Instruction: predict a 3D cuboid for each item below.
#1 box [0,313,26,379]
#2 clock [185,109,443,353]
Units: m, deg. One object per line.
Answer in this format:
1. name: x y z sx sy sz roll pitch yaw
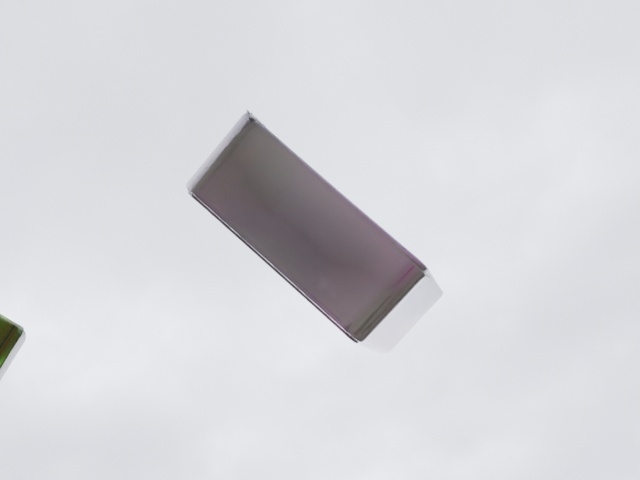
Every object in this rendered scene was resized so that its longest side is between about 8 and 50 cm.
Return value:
1. box: -0.424 0.072 1.429 0.311 0.173 0.043 29 -21 1
2. clock: 0.000 0.000 1.096 0.063 0.150 0.197 -49 -9 0
